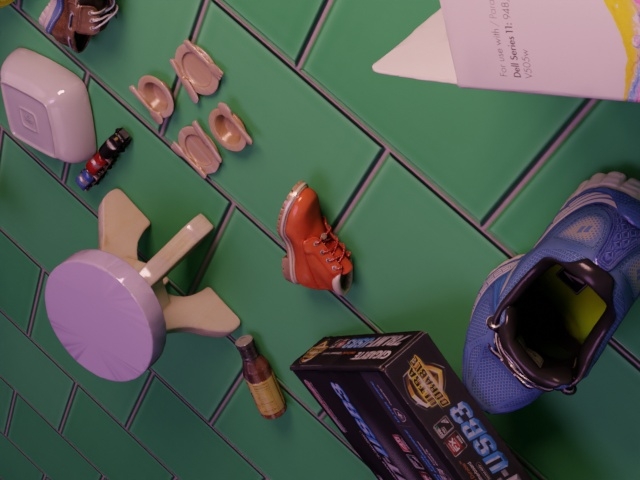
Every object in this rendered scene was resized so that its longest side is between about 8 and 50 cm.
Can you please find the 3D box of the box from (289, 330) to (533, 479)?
[{"bbox_3d":[0.117,0.238,1.169,0.296,0.073,0.293,54,159,-8],"label":"box"}]

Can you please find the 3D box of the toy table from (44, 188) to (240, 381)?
[{"bbox_3d":[-0.239,0.066,1.351,0.252,0.161,0.274,54,143,-10],"label":"toy table"}]

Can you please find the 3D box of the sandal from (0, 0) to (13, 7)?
[{"bbox_3d":[-0.393,-0.379,1.151,0.317,0.126,0.138,-51,53,58],"label":"sandal"}]

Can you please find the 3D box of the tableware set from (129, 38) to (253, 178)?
[{"bbox_3d":[-0.145,-0.147,1.180,0.141,0.020,0.168,54,143,-9],"label":"tableware set"}]

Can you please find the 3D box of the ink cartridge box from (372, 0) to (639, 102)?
[{"bbox_3d":[0.211,-0.186,0.640,0.353,0.207,0.119,11,132,37],"label":"ink cartridge box"}]

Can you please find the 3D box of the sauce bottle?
[{"bbox_3d":[-0.084,0.187,1.409,0.042,0.042,0.128,5,125,42],"label":"sauce bottle"}]

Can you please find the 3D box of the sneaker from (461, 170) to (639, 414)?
[{"bbox_3d":[0.196,0.077,0.946,0.129,0.147,0.330,38,144,13],"label":"sneaker"}]

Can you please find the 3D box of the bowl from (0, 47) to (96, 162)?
[{"bbox_3d":[-0.367,-0.171,1.349,0.142,0.053,0.142,29,139,25],"label":"bowl"}]

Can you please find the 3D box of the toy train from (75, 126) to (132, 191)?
[{"bbox_3d":[-0.290,-0.102,1.348,0.027,0.036,0.158,49,143,-3],"label":"toy train"}]

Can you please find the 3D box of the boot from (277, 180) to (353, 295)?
[{"bbox_3d":[0.000,0.000,1.147,0.084,0.059,0.158,23,146,24],"label":"boot"}]

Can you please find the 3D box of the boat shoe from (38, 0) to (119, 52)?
[{"bbox_3d":[-0.261,-0.269,1.153,0.066,0.066,0.183,47,153,-9],"label":"boat shoe"}]
